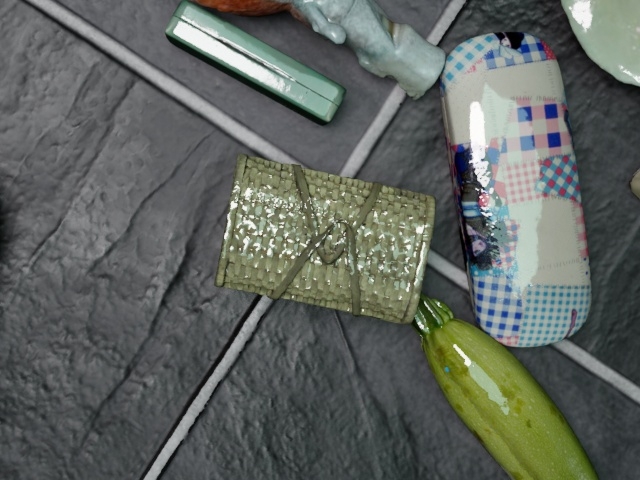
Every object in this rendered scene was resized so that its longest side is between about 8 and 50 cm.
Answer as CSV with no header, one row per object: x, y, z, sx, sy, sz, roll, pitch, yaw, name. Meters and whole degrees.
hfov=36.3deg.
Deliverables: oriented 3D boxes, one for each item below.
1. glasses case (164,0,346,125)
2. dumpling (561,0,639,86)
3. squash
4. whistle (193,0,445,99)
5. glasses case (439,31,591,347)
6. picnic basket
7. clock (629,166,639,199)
-0.065,-0.176,0.978,0.184,0.078,0.039,28,90,-6,glasses case
0.371,-0.316,0.964,0.211,0.270,0.321,26,64,-39,dumpling
0.194,0.179,1.004,0.094,0.094,0.341,-37,101,-3,squash
-0.031,-0.252,0.958,0.346,0.142,0.134,31,98,-18,whistle
0.203,-0.052,1.012,0.125,0.076,0.328,-9,94,-2,glasses case
0.000,0.000,0.956,0.196,0.154,0.134,13,92,-7,picnic basket
0.450,-0.047,1.040,0.192,0.071,0.147,44,87,-6,clock
